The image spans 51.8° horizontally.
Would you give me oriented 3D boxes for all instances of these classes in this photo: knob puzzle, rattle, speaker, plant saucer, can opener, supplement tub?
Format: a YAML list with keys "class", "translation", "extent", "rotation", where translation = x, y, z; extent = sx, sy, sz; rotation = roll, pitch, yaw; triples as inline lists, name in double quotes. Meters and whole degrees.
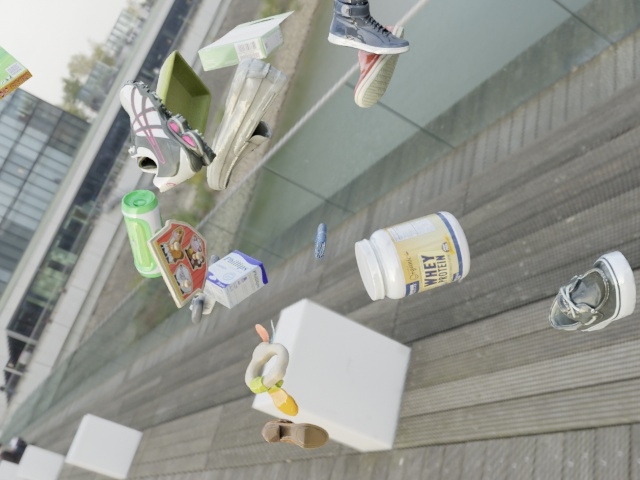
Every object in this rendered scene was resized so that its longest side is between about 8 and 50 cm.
- class: "knob puzzle"
  translation: [-0.308, 0.037, 1.539]
  extent: [0.030, 0.213, 0.213]
  rotation: [-14, 45, 24]
- class: "rattle"
  translation: [-0.101, 0.302, 1.600]
  extent: [0.130, 0.143, 0.199]
  rotation: [-55, 21, 18]
- class: "speaker"
  translation: [-0.589, -0.020, 2.236]
  extent: [0.131, 0.131, 0.296]
  rotation: [-91, 0, -53]
- class: "plant saucer"
  translation: [-0.307, -0.281, 1.425]
  extent: [0.188, 0.045, 0.188]
  rotation: [50, -134, -67]
- class: "can opener"
  translation: [-0.372, 0.173, 2.211]
  extent: [0.095, 0.076, 0.283]
  rotation: [-93, 24, -45]
- class: "supplement tub"
  translation: [0.288, 0.054, 2.089]
  extent: [0.228, 0.316, 0.228]
  rotation: [163, 90, -83]

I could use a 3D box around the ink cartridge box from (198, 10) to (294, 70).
- class: "ink cartridge box"
  translation: [-0.168, -0.486, 1.600]
  extent: [0.171, 0.056, 0.235]
  rotation: [-5, 28, 24]

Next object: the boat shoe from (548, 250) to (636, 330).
- class: "boat shoe"
  translation: [0.566, 0.132, 1.399]
  extent: [0.335, 0.119, 0.121]
  rotation: [75, -178, -62]

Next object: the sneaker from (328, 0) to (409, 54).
- class: "sneaker"
  translation: [0.138, -0.590, 1.756]
  extent: [0.086, 0.226, 0.163]
  rotation: [-61, -17, -56]

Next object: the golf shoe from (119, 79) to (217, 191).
- class: "golf shoe"
  translation: [-0.310, -0.198, 1.197]
  extent: [0.120, 0.105, 0.273]
  rotation: [-44, 55, -6]

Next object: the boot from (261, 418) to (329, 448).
- class: "boot"
  translation: [-0.077, 0.568, 1.977]
  extent: [0.152, 0.197, 0.073]
  rotation: [131, 145, -83]

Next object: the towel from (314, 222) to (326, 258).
- class: "towel"
  translation: [0.000, 0.000, 1.942]
  extent: [0.119, 0.029, 0.067]
  rotation: [-87, 8, -63]

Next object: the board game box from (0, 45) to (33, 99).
- class: "board game box"
  translation: [-0.882, -0.462, 1.758]
  extent: [0.124, 0.039, 0.259]
  rotation: [-43, 60, -15]

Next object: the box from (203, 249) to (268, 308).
- class: "box"
  translation: [-0.236, 0.102, 1.778]
  extent: [0.137, 0.072, 0.126]
  rotation: [-34, 37, -31]

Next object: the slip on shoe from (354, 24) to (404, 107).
- class: "slip on shoe"
  translation: [0.150, -0.496, 1.862]
  extent: [0.123, 0.101, 0.331]
  rotation: [86, -158, -53]

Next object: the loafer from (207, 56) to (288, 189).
- class: "loafer"
  translation: [-0.161, -0.228, 1.391]
  extent: [0.112, 0.111, 0.319]
  rotation: [-83, 16, -49]
